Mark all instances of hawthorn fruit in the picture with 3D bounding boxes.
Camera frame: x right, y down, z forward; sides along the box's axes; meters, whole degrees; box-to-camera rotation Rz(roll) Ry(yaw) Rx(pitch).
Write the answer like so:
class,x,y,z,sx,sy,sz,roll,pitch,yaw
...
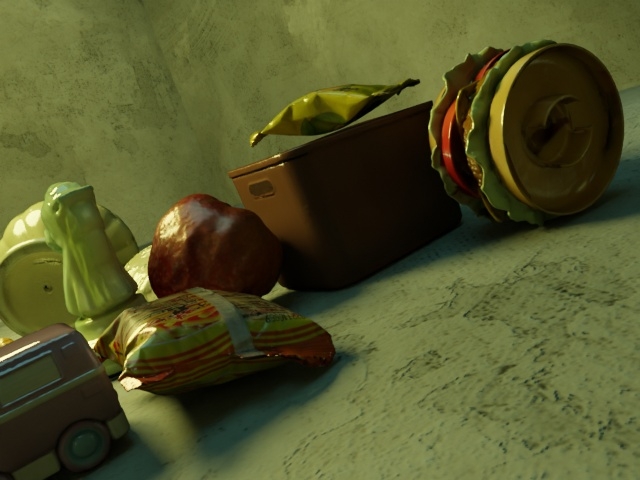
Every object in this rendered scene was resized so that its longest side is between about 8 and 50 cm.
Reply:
class,x,y,z,sx,sy,sz,roll,pitch,yaw
hawthorn fruit,-0.178,0.062,0.922,0.207,0.207,0.243,-8,56,52

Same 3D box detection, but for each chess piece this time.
class,x,y,z,sx,sy,sz,roll,pitch,yaw
chess piece,-0.357,0.052,0.930,0.176,0.298,0.176,-19,12,4

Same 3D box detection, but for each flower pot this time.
class,x,y,z,sx,sy,sz,roll,pitch,yaw
flower pot,-0.537,0.071,1.229,0.307,0.307,0.244,-21,15,-4

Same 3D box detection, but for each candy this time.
class,x,y,z,sx,sy,sz,roll,pitch,yaw
candy,0.019,-0.239,1.068,0.297,0.081,0.187,-15,13,28

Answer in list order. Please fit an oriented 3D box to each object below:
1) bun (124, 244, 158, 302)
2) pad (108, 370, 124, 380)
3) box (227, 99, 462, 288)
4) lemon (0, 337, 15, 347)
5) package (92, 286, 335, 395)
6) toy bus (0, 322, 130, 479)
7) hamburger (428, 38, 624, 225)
class,x,y,z,sx,sy,sz,roll,pitch,yaw
bun,-0.276,0.065,1.156,0.287,0.146,0.287,-19,9,3
pad,-0.289,0.176,0.997,0.158,0.003,0.235,-22,10,-12
box,0.056,-0.080,1.042,0.339,0.229,0.239,-27,11,-32
lemon,-0.410,0.195,0.731,0.187,0.142,0.142,-38,-4,41
package,-0.146,0.113,0.694,0.223,0.108,0.288,-10,1,-30
toy bus,-0.320,0.183,0.606,0.202,0.142,0.142,-26,12,-29
hamburger,0.290,-0.160,0.894,0.274,0.274,0.212,-24,17,-22
